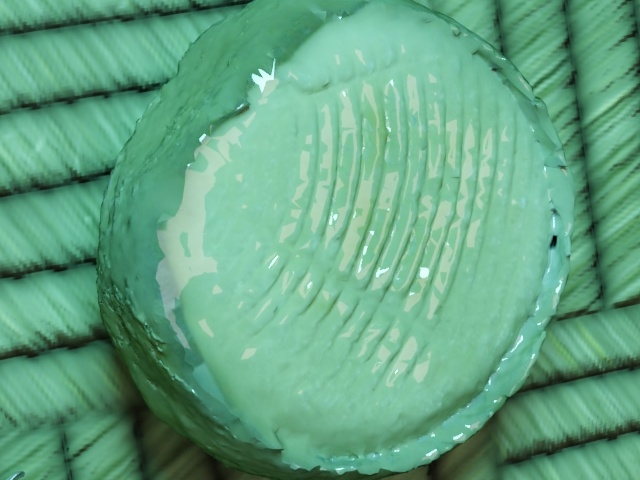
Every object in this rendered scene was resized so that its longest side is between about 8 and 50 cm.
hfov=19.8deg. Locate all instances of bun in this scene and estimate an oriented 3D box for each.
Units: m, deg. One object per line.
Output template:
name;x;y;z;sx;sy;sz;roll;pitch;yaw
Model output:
bun;0.000;0.000;0.957;0.259;0.152;0.259;-5;99;-30

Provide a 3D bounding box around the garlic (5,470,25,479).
garlic;-0.215;0.180;0.942;0.152;0.066;0.084;-13;96;-15
